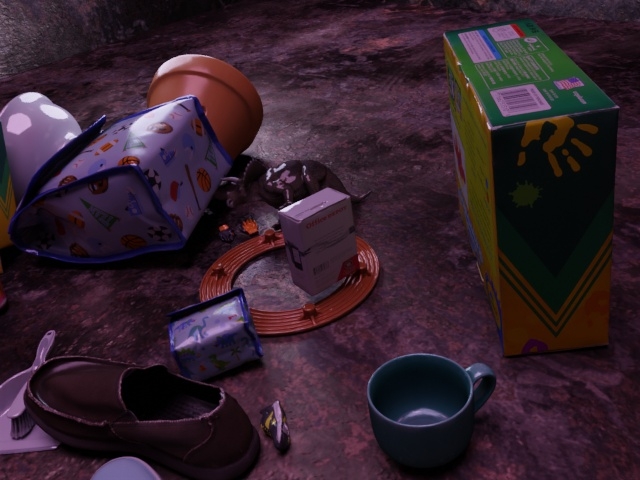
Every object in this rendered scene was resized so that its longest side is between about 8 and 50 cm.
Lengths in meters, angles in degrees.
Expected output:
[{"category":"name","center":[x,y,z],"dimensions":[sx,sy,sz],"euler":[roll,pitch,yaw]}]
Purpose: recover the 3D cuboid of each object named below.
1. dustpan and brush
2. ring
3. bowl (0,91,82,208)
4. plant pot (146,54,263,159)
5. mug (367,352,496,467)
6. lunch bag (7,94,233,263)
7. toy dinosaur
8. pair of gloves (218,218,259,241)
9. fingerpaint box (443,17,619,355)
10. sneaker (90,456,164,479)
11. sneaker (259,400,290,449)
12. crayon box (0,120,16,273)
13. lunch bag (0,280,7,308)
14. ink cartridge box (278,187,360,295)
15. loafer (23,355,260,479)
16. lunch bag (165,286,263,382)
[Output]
[{"category":"dustpan and brush","center":[-0.445,0.227,1.038],"dimensions":[0.148,0.060,0.211],"euler":[-7,32,5]},{"category":"ring","center":[-0.060,0.057,1.233],"dimensions":[0.337,0.032,0.336],"euler":[-7,32,4]},{"category":"bowl","center":[-0.644,-0.192,1.589],"dimensions":[0.134,0.297,0.297],"euler":[14,36,9]},{"category":"plant pot","center":[-0.305,-0.273,1.635],"dimensions":[0.291,0.290,0.203],"euler":[0,50,17]},{"category":"mug","center":[0.141,0.221,0.843],"dimensions":[0.158,0.097,0.129],"euler":[-1,32,14]},{"category":"lunch bag","center":[-0.436,-0.123,1.420],"dimensions":[0.386,0.238,0.327],"euler":[-12,31,24]},{"category":"toy dinosaur","center":[-0.044,-0.116,1.396],"dimensions":[0.314,0.121,0.160],"euler":[-12,62,-9]},{"category":"pair of gloves","center":[-0.175,-0.023,1.416],"dimensions":[0.083,0.010,0.074],"euler":[-18,32,-11]},{"category":"fingerpaint box","center":[0.317,-0.106,1.061],"dimensions":[0.163,0.370,0.444],"euler":[-8,30,7]},{"category":"sneaker","center":[-0.211,0.342,0.697],"dimensions":[0.135,0.150,0.366],"euler":[-16,32,-10]},{"category":"sneaker","center":[-0.064,0.257,0.914],"dimensions":[0.035,0.031,0.083],"euler":[-23,27,4]},{"category":"crayon box","center":[-0.772,-0.092,1.443],"dimensions":[0.203,0.322,0.083],"euler":[-1,12,14]},{"category":"lunch bag","center":[-0.780,0.105,1.292],"dimensions":[0.293,0.120,0.258],"euler":[-26,31,-27]},{"category":"ink cartridge box","center":[0.000,0.000,1.132],"dimensions":[0.109,0.150,0.063],"euler":[-28,36,-28]},{"category":"loafer","center":[-0.254,0.212,0.921],"dimensions":[0.366,0.130,0.133],"euler":[8,35,18]},{"category":"lunch bag","center":[-0.172,0.138,1.070],"dimensions":[0.129,0.096,0.151],"euler":[-20,28,-4]}]
